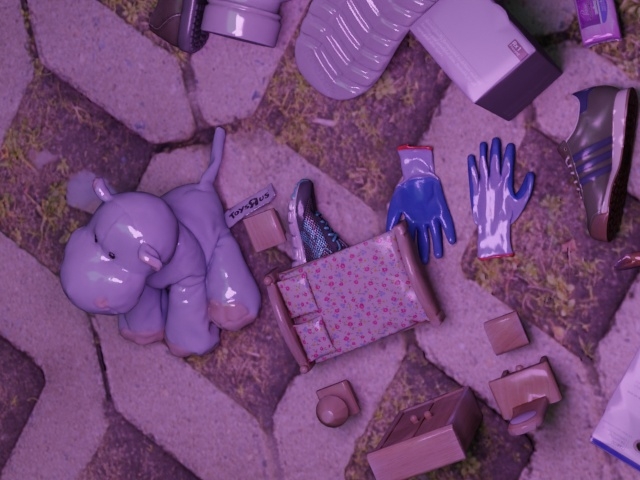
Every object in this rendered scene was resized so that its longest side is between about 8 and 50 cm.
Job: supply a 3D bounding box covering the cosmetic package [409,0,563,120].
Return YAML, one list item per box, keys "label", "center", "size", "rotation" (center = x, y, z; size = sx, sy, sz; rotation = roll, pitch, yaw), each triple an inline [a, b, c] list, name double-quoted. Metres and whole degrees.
- label: "cosmetic package"
  center: [0.203, -0.227, 1.817]
  size: [0.107, 0.238, 0.127]
  rotation: [-42, 76, 15]

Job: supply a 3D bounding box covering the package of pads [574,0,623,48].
- label: "package of pads"
  center: [0.343, -0.284, 1.876]
  size: [0.050, 0.032, 0.083]
  rotation: [-12, 86, 18]

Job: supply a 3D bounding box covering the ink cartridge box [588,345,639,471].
- label: "ink cartridge box"
  center: [0.474, 0.139, 1.815]
  size: [0.165, 0.065, 0.333]
  rotation: [32, 99, 17]

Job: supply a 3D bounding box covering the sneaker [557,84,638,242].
- label: "sneaker"
  center: [0.335, -0.098, 1.868]
  size: [0.086, 0.064, 0.192]
  rotation: [10, 93, 27]

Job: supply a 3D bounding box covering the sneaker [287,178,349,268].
- label: "sneaker"
  center: [0.000, 0.000, 1.990]
  size: [0.076, 0.065, 0.166]
  rotation: [-4, 97, 12]

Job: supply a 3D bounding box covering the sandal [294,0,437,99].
- label: "sandal"
  center: [0.103, -0.352, 1.899]
  size: [0.169, 0.102, 0.416]
  rotation: [45, 125, 1]

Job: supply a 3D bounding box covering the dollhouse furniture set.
- label: "dollhouse furniture set"
  center: [0.088, 0.095, 1.855]
  size: [0.303, 0.174, 0.356]
  rotation: [-22, 96, 18]

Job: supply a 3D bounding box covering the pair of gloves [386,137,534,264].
- label: "pair of gloves"
  center: [0.178, -0.050, 1.941]
  size: [0.198, 0.023, 0.159]
  rotation: [-2, 90, 20]

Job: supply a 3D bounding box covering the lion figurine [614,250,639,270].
- label: "lion figurine"
  center: [0.543, -0.002, 1.691]
  size: [0.392, 0.142, 0.240]
  rotation: [-34, 67, -16]

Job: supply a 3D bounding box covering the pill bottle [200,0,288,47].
- label: "pill bottle"
  center: [-0.082, -0.375, 1.975]
  size: [0.131, 0.131, 0.229]
  rotation: [15, 95, 19]

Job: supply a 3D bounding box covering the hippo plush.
- label: "hippo plush"
  center: [-0.201, 0.028, 1.962]
  size: [0.294, 0.236, 0.234]
  rotation: [-45, 76, 14]

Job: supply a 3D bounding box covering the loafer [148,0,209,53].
- label: "loafer"
  center: [-0.183, -0.382, 2.030]
  size: [0.087, 0.094, 0.251]
  rotation: [13, 95, 16]
